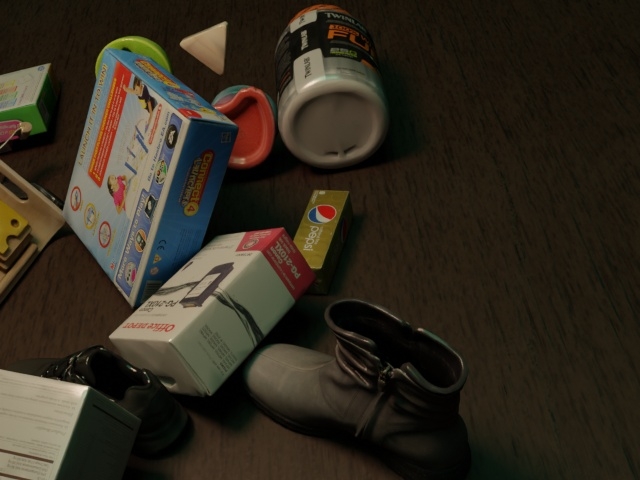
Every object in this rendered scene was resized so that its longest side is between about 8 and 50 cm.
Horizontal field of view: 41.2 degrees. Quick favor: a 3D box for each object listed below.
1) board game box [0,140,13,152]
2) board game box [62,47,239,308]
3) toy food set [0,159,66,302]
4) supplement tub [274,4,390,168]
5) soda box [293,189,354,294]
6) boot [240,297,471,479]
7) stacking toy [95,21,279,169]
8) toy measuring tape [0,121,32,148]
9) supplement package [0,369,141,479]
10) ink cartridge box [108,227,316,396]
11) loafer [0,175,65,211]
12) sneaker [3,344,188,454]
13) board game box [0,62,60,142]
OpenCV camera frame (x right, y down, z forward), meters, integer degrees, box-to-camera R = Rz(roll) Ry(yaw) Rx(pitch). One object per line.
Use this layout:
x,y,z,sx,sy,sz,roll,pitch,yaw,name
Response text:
-0.678,-0.206,1.754,0.090,0.020,0.090,-14,41,-1,board game box
-0.278,-0.101,1.326,0.086,0.308,0.302,3,27,-40,board game box
-0.559,-0.003,1.337,0.092,0.220,0.306,-31,24,42,toy food set
0.014,-0.290,1.542,0.194,0.193,0.316,-10,41,3,supplement tub
0.000,0.000,1.320,0.061,0.058,0.181,3,44,17,soda box
0.032,0.147,1.020,0.338,0.222,0.118,16,49,29,boot
-0.233,-0.249,1.502,0.309,0.279,0.130,-9,28,10,stacking toy
-0.583,-0.065,1.489,0.122,0.121,0.330,14,53,27,toy measuring tape
-0.326,0.290,0.963,0.134,0.139,0.244,6,63,20,supplement package
-0.148,0.095,1.176,0.172,0.100,0.237,-6,33,50,ink cartridge box
-0.526,-0.072,1.545,0.170,0.062,0.061,20,72,37,loafer
-0.313,0.188,1.134,0.287,0.130,0.109,5,44,22,sneaker
-0.717,-0.265,1.770,0.317,0.064,0.242,-14,32,0,board game box
